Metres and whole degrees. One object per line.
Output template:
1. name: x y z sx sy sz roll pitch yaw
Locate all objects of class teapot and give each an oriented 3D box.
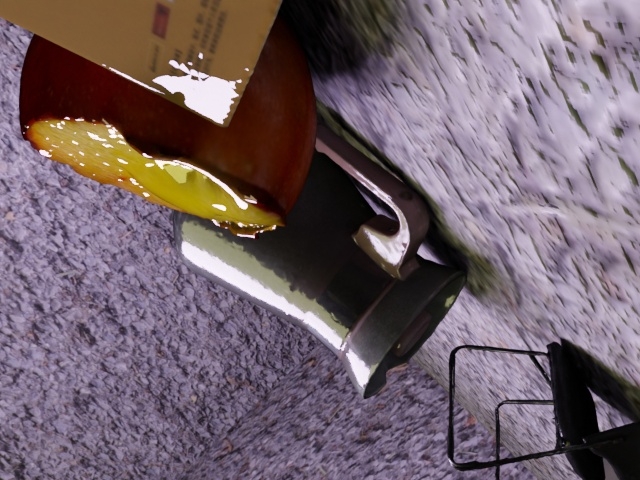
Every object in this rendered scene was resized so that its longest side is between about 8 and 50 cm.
1. teapot: 0.000 0.000 0.769 0.344 0.253 0.300 38 141 20

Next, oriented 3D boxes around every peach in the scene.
1. peach: -0.130 -0.112 0.552 0.281 0.281 0.338 52 -171 -44

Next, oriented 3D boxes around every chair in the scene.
1. chair: 0.258 0.182 0.602 0.140 0.221 0.145 49 -142 -34

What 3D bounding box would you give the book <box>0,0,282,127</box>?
1. book: -0.184 -0.205 0.252 0.388 0.032 0.269 26 151 -13

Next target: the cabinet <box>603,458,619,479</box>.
1. cabinet: 0.369 0.346 0.613 0.145 0.150 0.206 43 177 -19
